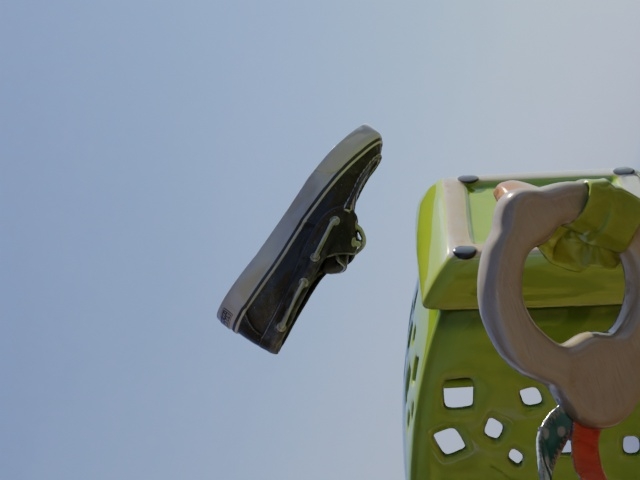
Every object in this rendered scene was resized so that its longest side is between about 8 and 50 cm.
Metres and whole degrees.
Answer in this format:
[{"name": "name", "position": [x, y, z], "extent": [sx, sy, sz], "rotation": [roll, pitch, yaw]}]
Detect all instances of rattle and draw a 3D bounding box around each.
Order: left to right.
[{"name": "rattle", "position": [0.140, 0.064, 1.154], "extent": [0.130, 0.142, 0.200], "rotation": [-10, -85, -35]}]

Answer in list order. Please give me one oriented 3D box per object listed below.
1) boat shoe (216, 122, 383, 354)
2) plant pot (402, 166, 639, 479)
[{"name": "boat shoe", "position": [0.000, 0.000, 1.591], "extent": [0.219, 0.070, 0.078], "rotation": [-55, -11, -13]}, {"name": "plant pot", "position": [0.173, 0.068, 1.422], "extent": [0.228, 0.227, 0.207], "rotation": [-86, -7, -66]}]
